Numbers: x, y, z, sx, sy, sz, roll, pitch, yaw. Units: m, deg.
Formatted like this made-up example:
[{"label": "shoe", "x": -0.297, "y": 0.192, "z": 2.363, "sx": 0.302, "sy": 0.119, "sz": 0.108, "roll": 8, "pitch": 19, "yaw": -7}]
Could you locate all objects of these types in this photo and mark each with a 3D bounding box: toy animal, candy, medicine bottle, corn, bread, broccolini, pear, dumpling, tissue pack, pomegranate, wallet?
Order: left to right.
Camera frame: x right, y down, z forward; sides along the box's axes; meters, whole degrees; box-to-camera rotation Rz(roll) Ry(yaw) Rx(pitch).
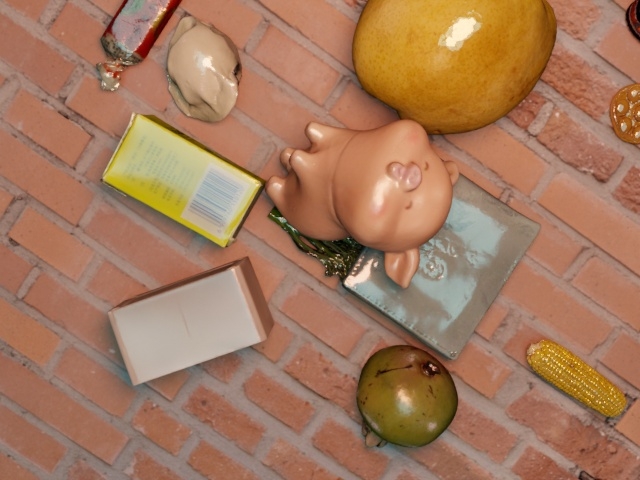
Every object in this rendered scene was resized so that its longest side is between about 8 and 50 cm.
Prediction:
[{"label": "candy", "x": -0.306, "y": -0.389, "z": 1.572, "sx": 0.086, "sy": 0.059, "sz": 0.292, "roll": 34, "pitch": 98, "yaw": -6}, {"label": "medicine bottle", "x": -0.231, "y": -0.104, "z": 1.568, "sx": 0.250, "sy": 0.137, "sz": 0.141, "roll": 30, "pitch": 99, "yaw": -2}, {"label": "tissue pack", "x": -0.222, "y": 0.135, "z": 1.591, "sx": 0.246, "sy": 0.159, "sz": 0.136, "roll": -19, "pitch": 95, "yaw": 5}, {"label": "dumpling", "x": -0.210, "y": -0.291, "z": 1.572, "sx": 0.150, "sy": 0.092, "sz": 0.176, "roll": -38, "pitch": 100, "yaw": 20}, {"label": "broccolini", "x": -0.001, "y": 0.001, "z": 1.627, "sx": 0.203, "sy": 0.068, "sz": 0.091, "roll": 35, "pitch": 86, "yaw": 12}, {"label": "toy animal", "x": 0.065, "y": -0.080, "z": 1.482, "sx": 0.269, "sy": 0.326, "sz": 0.237, "roll": 28, "pitch": 73, "yaw": -16}, {"label": "pomegranate", "x": 0.144, "y": 0.292, "z": 1.591, "sx": 0.179, "sy": 0.179, "sz": 0.210, "roll": 10, "pitch": 106, "yaw": 1}, {"label": "wallet", "x": 0.209, "y": 0.025, "z": 1.589, "sx": 0.251, "sy": 0.054, "sz": 0.290, "roll": 35, "pitch": 86, "yaw": -4}, {"label": "pear", "x": 0.213, "y": -0.319, "z": 1.447, "sx": 0.314, "sy": 0.314, "sz": 0.314, "roll": 0, "pitch": 98, "yaw": 2}, {"label": "corn", "x": 0.455, "y": 0.245, "z": 1.628, "sx": 0.206, "sy": 0.067, "sz": 0.067, "roll": 35, "pitch": 97, "yaw": -5}, {"label": "bread", "x": 0.555, "y": -0.220, "z": 1.580, "sx": 0.110, "sy": 0.024, "sz": 0.110, "roll": 0, "pitch": 97, "yaw": 3}]

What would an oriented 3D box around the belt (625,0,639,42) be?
[{"label": "belt", "x": 0.689, "y": -0.326, "z": 1.527, "sx": 0.359, "sy": 0.094, "sz": 0.126, "roll": 21, "pitch": 99, "yaw": 0}]
